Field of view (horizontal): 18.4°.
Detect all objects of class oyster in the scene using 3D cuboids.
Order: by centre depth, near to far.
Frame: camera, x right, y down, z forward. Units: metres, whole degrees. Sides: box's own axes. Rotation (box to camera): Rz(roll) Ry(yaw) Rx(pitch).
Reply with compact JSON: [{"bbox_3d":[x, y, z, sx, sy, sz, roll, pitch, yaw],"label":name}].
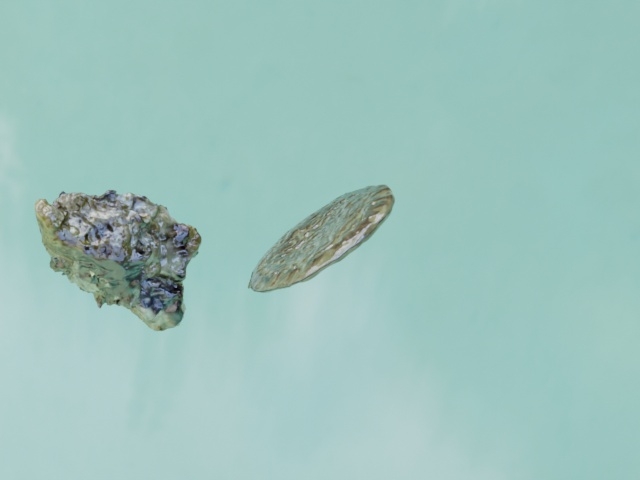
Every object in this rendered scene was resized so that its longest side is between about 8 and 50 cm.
[{"bbox_3d":[-0.166,0.010,1.593,0.148,0.103,0.051,20,10,-14],"label":"oyster"}]

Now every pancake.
[{"bbox_3d":[-0.001,-0.001,1.240,0.011,0.115,0.115,58,46,-15],"label":"pancake"}]
